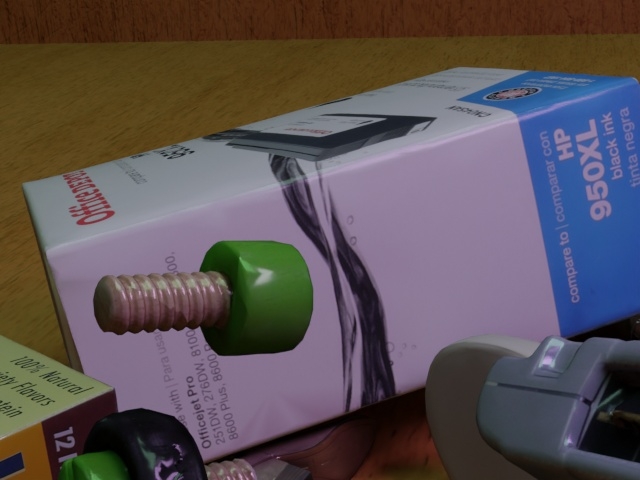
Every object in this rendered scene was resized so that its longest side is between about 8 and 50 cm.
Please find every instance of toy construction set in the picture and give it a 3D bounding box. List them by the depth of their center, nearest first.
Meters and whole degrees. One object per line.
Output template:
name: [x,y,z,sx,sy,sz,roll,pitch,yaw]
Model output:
toy construction set: [0.068,0.186,0.332,0.237,0.257,0.309,-1,36,-34]

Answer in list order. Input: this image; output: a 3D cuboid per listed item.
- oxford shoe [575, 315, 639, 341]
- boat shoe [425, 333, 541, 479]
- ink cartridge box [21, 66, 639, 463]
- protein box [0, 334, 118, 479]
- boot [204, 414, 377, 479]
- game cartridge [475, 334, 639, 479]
oxford shoe: [0.252,0.065,0.805,0.227,0.083,0.096,11,32,42]
boat shoe: [0.219,0.136,0.572,0.158,0.127,0.340,-10,27,-37]
ink cartridge box: [0.000,0.000,0.794,0.395,0.166,0.285,-17,15,-14]
protein box: [-0.236,0.145,0.564,0.200,0.136,0.201,14,26,42]
boot: [-0.028,0.138,0.701,0.087,0.042,0.118,4,16,33]
game cartridge: [0.199,0.099,0.306,0.196,0.060,0.294,30,-15,-23]
